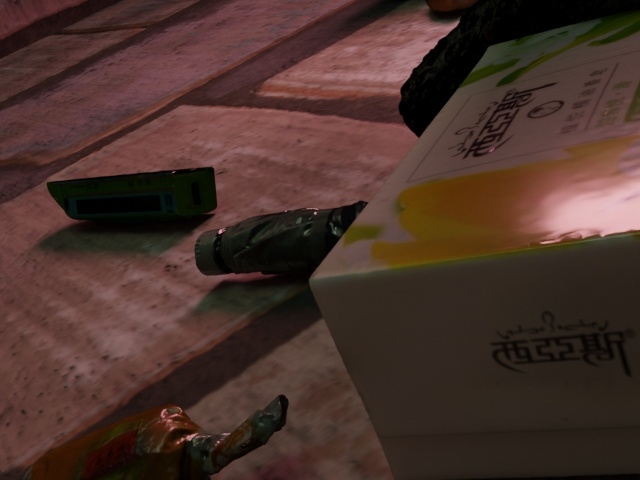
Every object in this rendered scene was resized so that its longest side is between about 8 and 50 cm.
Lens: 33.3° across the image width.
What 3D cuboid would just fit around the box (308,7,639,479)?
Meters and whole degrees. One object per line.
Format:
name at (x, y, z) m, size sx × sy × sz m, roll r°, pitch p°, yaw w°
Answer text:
box at (0.141, -0.016, 0.474) m, size 0.194 × 0.111 × 0.260 m, roll -10°, pitch 27°, yaw 31°

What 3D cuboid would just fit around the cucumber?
cucumber at (0.131, -0.131, 0.659) m, size 0.072 × 0.072 × 0.300 m, roll -33°, pitch -1°, yaw -23°

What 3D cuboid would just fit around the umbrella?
umbrella at (0.000, 0.000, 0.672) m, size 0.188 × 0.046 × 0.050 m, roll -9°, pitch 7°, yaw 38°

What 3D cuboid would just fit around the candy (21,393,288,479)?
candy at (-0.089, 0.111, 0.496) m, size 0.182 × 0.046 × 0.053 m, roll -22°, pitch 24°, yaw 18°

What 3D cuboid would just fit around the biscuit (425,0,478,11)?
biscuit at (0.214, -0.313, 1.202) m, size 0.229 × 0.031 × 0.176 m, roll -26°, pitch 22°, yaw -7°

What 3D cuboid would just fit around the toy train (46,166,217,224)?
toy train at (-0.170, -0.036, 0.924) m, size 0.044 × 0.042 × 0.209 m, roll -11°, pitch 7°, yaw -42°
